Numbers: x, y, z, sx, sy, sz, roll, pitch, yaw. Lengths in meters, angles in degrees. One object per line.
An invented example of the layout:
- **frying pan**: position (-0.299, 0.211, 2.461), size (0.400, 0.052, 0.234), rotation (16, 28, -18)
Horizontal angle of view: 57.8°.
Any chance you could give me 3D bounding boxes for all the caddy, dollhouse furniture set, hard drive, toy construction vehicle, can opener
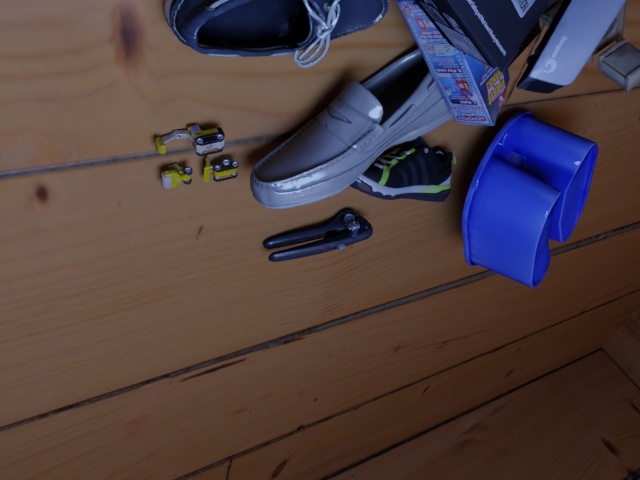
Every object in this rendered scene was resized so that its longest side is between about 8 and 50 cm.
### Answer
- **caddy**: position (0.354, -0.071, 1.047), size (0.241, 0.179, 0.341), rotation (-51, 149, -16)
- **dollhouse furniture set**: position (0.406, -0.324, 0.763), size (0.161, 0.181, 0.101), rotation (-36, 147, 3)
- **hard drive**: position (0.309, -0.285, 0.646), size (0.254, 0.054, 0.172), rotation (-63, 172, 15)
- **toy construction vehicle**: position (-0.150, -0.103, 0.707), size (0.098, 0.035, 0.086), rotation (-17, 154, -20)
- **can opener**: position (0.000, 0.000, 0.933), size (0.186, 0.059, 0.073), rotation (-17, 143, -25)

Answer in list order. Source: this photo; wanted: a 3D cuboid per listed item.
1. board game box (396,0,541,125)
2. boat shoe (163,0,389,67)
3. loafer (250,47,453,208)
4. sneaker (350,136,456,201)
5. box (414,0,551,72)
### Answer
- **board game box**: position (0.194, -0.251, 0.709), size (0.194, 0.060, 0.194), rotation (-47, 132, -25)
- **boat shoe**: position (-0.028, -0.234, 0.599), size (0.255, 0.079, 0.095), rotation (-12, 140, -30)
- **loafer**: position (0.044, -0.153, 0.743), size (0.320, 0.112, 0.111), rotation (-35, 139, -16)
- **sneaker**: position (0.121, -0.118, 0.896), size (0.235, 0.084, 0.097), rotation (-1, 110, -41)
- **box**: position (0.145, -0.313, 0.463), size (0.242, 0.076, 0.307), rotation (-54, 147, 12)
